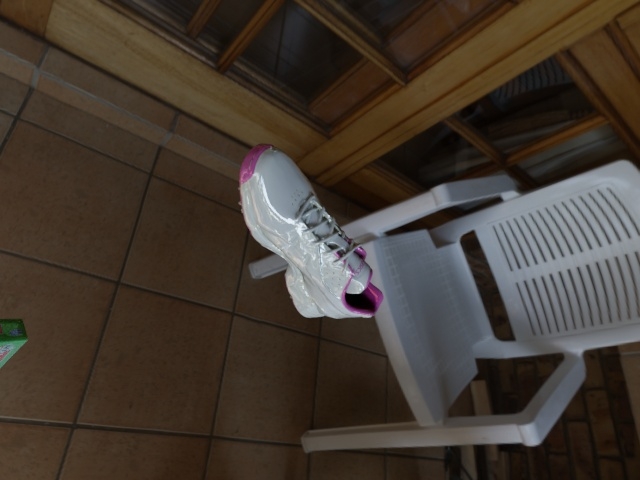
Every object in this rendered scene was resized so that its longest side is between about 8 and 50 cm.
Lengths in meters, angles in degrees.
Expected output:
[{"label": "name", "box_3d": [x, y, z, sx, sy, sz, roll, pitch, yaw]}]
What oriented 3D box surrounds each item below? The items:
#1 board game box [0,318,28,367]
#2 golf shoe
[{"label": "board game box", "box_3d": [-0.647, 0.228, 0.651, 0.046, 0.317, 0.214, 56, 18, 23]}, {"label": "golf shoe", "box_3d": [0.000, 0.000, 0.578, 0.115, 0.140, 0.306, -58, 140, -31]}]
